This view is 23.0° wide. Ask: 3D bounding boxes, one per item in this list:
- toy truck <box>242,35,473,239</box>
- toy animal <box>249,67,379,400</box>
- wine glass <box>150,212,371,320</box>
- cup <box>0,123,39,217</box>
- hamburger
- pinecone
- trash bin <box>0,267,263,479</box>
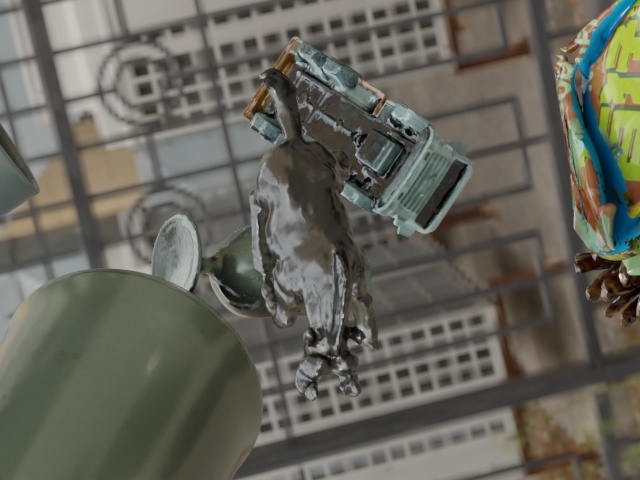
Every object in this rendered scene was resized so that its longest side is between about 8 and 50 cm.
[{"bbox_3d":[0.053,-0.121,1.933,0.162,0.136,0.305,28,-172,-45],"label":"toy truck"},{"bbox_3d":[0.000,0.000,1.101,0.148,0.084,0.233,114,149,-74],"label":"toy animal"},{"bbox_3d":[-0.059,0.035,1.704,0.103,0.231,0.103,-17,69,54],"label":"wine glass"},{"bbox_3d":[-0.435,-0.045,1.423,0.205,0.312,0.205,55,176,6],"label":"cup"},{"bbox_3d":[0.283,-0.073,1.019,0.150,0.260,0.276,28,-165,-32],"label":"hamburger"},{"bbox_3d":[0.377,0.016,1.735,0.208,0.207,0.208,167,90,-83],"label":"pinecone"},{"bbox_3d":[-0.227,0.222,1.492,0.432,0.280,0.280,-65,-30,-58],"label":"trash bin"}]
